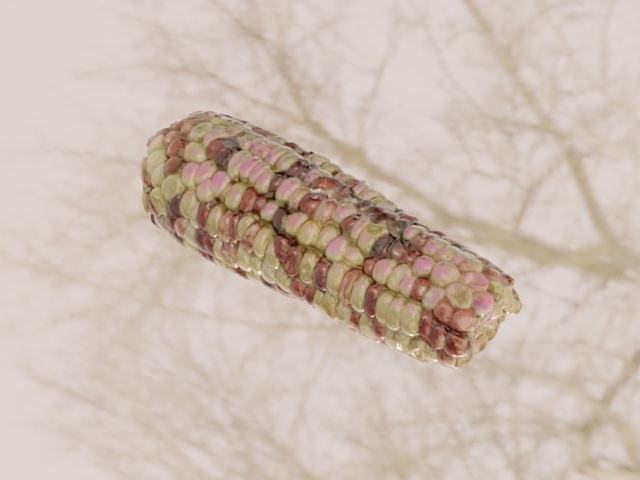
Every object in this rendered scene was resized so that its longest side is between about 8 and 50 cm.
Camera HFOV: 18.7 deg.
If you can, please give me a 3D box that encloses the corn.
[{"bbox_3d":[0.000,0.000,1.178,0.092,0.280,0.092,-32,-44,-36],"label":"corn"}]
